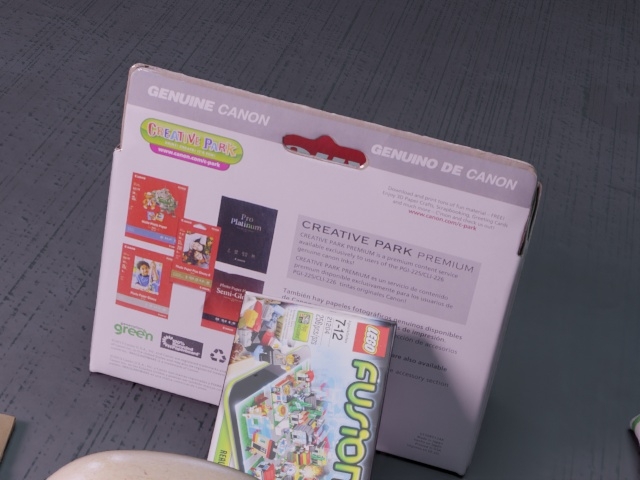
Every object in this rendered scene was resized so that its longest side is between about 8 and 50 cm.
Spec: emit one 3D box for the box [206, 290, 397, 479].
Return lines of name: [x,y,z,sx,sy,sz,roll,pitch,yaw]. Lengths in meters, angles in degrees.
box: [-0.019,0.142,1.049,0.114,0.036,0.207,10,61,1]

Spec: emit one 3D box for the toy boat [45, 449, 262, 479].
toy boat: [-0.030,0.257,0.803,0.318,0.148,0.268,16,47,-10]

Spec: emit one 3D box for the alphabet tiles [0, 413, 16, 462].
alphabet tiles: [-0.369,0.165,1.020,0.285,0.011,0.342,10,30,-2]

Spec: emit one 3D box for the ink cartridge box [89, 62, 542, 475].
ink cartridge box: [0.000,0.000,1.162,0.309,0.272,0.130,15,30,6]

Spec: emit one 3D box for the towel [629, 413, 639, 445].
towel: [0.377,0.235,1.128,0.247,0.038,0.325,5,32,-8]
